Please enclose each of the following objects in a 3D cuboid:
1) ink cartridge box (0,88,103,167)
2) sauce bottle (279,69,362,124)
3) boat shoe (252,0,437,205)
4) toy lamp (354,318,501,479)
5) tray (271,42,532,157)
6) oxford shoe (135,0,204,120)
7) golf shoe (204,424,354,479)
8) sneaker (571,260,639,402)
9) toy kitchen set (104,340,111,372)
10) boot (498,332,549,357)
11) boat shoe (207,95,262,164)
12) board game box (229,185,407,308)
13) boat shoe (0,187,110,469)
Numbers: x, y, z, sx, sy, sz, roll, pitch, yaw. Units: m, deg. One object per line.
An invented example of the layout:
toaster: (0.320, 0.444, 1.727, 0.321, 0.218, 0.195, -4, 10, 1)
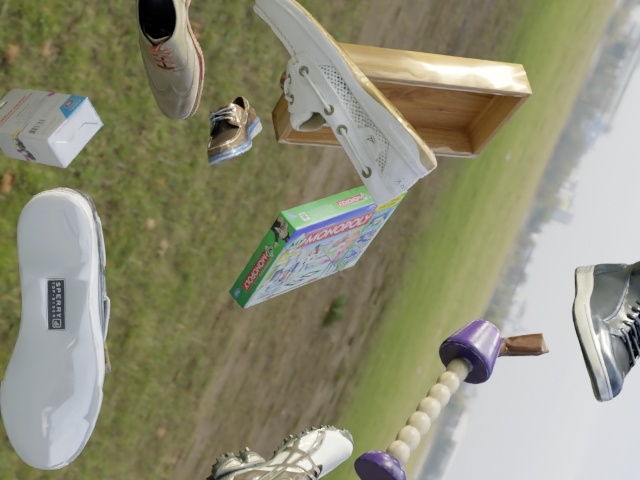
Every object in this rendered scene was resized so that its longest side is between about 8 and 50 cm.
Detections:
ink cartridge box: (-0.450, -0.182, 1.652, 0.104, 0.181, 0.061, -55, 140, -29)
sauce bottle: (0.001, -0.179, 1.340, 0.042, 0.128, 0.042, -34, 148, -25)
boat shoe: (0.002, -0.155, 1.098, 0.096, 0.277, 0.098, -41, 163, 10)
toy lamp: (0.146, 0.205, 1.315, 0.275, 0.080, 0.080, -47, 160, -33)
tray: (0.142, -0.243, 1.824, 0.203, 0.411, 0.076, 127, -41, -51)
oxford shoe: (-0.302, -0.370, 1.968, 0.130, 0.123, 0.348, -73, 161, -54)
golf shoe: (-0.031, 0.273, 1.165, 0.198, 0.094, 0.077, -12, 134, -35)
sneaker: (0.353, 0.078, 1.093, 0.226, 0.163, 0.086, -67, 141, -58)
toy kitchen set: (-0.369, 0.166, 1.613, 0.083, 0.068, 0.075, -131, -151, -69)
boot: (0.285, 0.168, 1.547, 0.106, 0.114, 0.037, -69, 157, -62)
boat shoe: (-0.137, -0.165, 1.528, 0.183, 0.066, 0.066, -73, 143, -67)
board game box: (0.000, 0.000, 1.858, 0.317, 0.046, 0.213, -20, 153, -47)
boat shoe: (-0.281, 0.092, 1.127, 0.102, 0.108, 0.301, -66, 157, -84)
